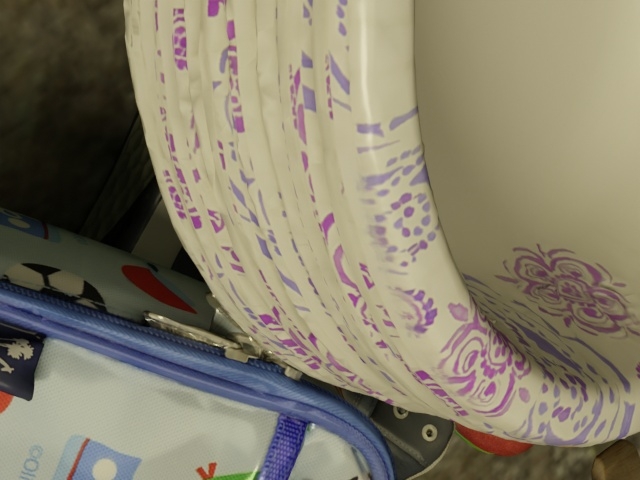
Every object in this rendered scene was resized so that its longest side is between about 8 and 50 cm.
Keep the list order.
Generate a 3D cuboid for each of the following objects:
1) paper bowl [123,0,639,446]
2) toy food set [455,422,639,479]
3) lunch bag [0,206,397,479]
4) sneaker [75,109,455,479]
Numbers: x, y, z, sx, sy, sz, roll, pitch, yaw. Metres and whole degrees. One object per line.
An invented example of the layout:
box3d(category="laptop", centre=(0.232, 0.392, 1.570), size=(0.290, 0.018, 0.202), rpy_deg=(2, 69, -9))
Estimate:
box3d(category="paper bowl", centre=(0.052, -0.088, 0.573), size=(0.284, 0.148, 0.284), rpy_deg=(-16, 112, -45))
box3d(category="toy food set", centre=(0.069, 0.021, 0.763), size=(0.128, 0.071, 0.218), rpy_deg=(-30, 108, -65))
box3d(category="lunch bag", centre=(-0.114, 0.137, 0.610), size=(0.243, 0.115, 0.303), rpy_deg=(22, 102, -20))
box3d(category="sneaker", centre=(-0.001, 0.000, 0.706), size=(0.163, 0.086, 0.226), rpy_deg=(28, 93, -22))
